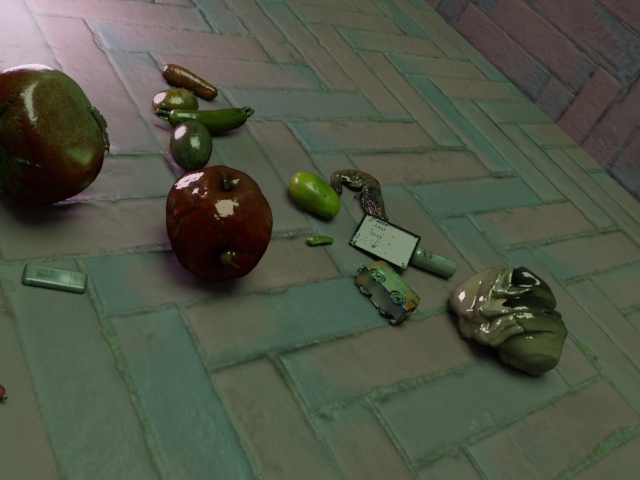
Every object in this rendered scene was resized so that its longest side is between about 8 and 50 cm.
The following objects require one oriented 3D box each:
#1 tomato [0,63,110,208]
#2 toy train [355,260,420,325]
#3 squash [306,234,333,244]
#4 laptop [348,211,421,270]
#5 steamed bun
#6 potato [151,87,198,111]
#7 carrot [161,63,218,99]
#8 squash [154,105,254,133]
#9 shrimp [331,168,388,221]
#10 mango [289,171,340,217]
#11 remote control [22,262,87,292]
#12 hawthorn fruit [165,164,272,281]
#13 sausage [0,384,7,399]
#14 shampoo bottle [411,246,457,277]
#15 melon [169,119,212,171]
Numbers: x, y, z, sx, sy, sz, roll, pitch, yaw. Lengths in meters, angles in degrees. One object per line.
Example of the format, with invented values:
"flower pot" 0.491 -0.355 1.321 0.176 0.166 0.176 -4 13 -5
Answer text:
"tomato" -0.608 -0.225 1.451 0.303 0.303 0.239 40 43 13
"toy train" 0.175 0.130 1.744 0.099 0.072 0.188 -18 58 -44
"squash" -0.001 -0.001 1.819 0.089 0.027 0.027 -4 49 -39
"laptop" 0.185 0.000 1.897 0.180 0.016 0.129 25 59 5
"steamed bun" 0.524 0.194 1.799 0.320 0.206 0.275 31 35 -5
"potato" -0.423 -0.405 1.962 0.138 0.070 0.091 -11 61 -39
"carrot" -0.407 -0.498 2.093 0.186 0.060 0.060 23 37 -9
"squash" -0.328 -0.352 1.963 0.319 0.071 0.080 -9 61 -37
"shrimp" 0.118 -0.128 2.028 0.169 0.058 0.296 6 40 -16
"mango" -0.017 -0.131 1.916 0.163 0.089 0.117 35 28 -13
"remote control" -0.543 0.077 1.371 0.125 0.017 0.053 12 40 -23
"hawthorn fruit" -0.237 -0.037 1.532 0.258 0.258 0.261 14 68 -20
"sausage" -0.633 0.215 1.143 0.223 0.029 0.029 30 37 0
"shampoo bottle" 0.297 0.053 1.930 0.195 0.056 0.056 19 38 -13
"melon" -0.349 -0.259 1.811 0.114 0.114 0.167 10 42 -24
